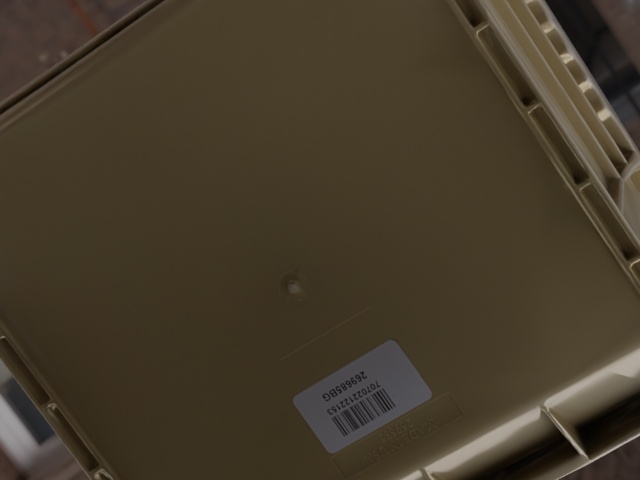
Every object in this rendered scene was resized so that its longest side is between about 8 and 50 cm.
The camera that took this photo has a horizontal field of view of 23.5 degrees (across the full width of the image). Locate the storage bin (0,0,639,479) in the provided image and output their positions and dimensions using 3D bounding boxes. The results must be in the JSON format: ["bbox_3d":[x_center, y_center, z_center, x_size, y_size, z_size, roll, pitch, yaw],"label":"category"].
[{"bbox_3d":[0.000,0.000,0.676,0.262,0.260,0.123,-31,-169,19],"label":"storage bin"}]
